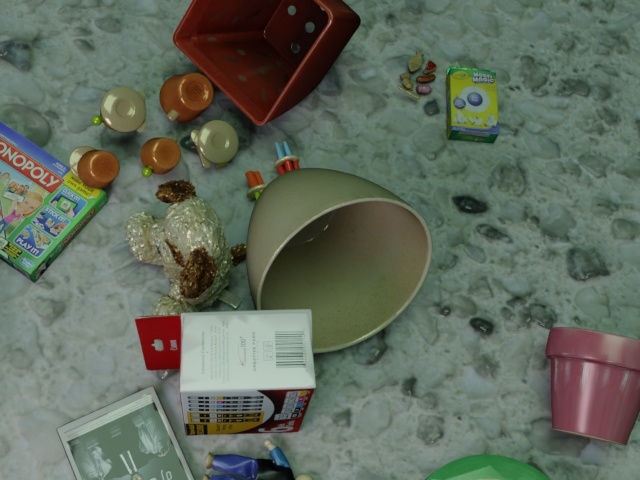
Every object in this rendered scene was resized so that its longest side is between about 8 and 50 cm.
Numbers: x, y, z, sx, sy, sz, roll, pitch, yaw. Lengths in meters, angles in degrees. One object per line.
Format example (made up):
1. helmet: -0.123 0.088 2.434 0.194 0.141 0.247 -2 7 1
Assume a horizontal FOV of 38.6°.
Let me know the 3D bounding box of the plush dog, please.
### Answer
1. plush dog: -0.224 0.016 1.623 0.211 0.225 0.262 -17 69 -14

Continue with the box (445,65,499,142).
1. box: 0.320 -0.296 1.932 0.105 0.043 0.179 4 64 -5

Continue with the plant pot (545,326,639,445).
1. plant pot: 0.492 0.262 1.628 0.202 0.201 0.180 13 81 -1

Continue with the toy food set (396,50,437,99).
1. toy food set: 0.211 -0.347 1.956 0.078 0.019 0.122 31 58 7

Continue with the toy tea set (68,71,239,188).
1. toy tea set: -0.334 -0.211 1.780 0.336 0.124 0.199 -17 96 -27

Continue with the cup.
1. cup: 0.000 0.000 1.637 0.331 0.331 0.237 -19 43 -15

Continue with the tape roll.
1. tape roll: 0.284 0.527 1.536 0.322 0.077 0.321 2 65 -5

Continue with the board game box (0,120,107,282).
1. board game box: -0.596 -0.092 1.728 0.317 0.046 0.213 33 67 8

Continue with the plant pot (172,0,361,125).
1. plant pot: -0.079 -0.421 1.808 0.267 0.267 0.236 45 30 13

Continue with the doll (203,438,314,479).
1. doll: -0.103 0.403 1.562 0.189 0.046 0.129 10 66 -2

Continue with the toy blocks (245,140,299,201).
1. toy blocks: -0.092 -0.121 1.796 0.123 0.054 0.148 -14 68 -13

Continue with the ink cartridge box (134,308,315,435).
1. ink cartridge box: -0.158 0.224 1.492 0.272 0.309 0.130 -1 66 -6

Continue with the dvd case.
1. dvd case: -0.320 0.390 1.551 0.179 0.029 0.238 -23 70 -16
